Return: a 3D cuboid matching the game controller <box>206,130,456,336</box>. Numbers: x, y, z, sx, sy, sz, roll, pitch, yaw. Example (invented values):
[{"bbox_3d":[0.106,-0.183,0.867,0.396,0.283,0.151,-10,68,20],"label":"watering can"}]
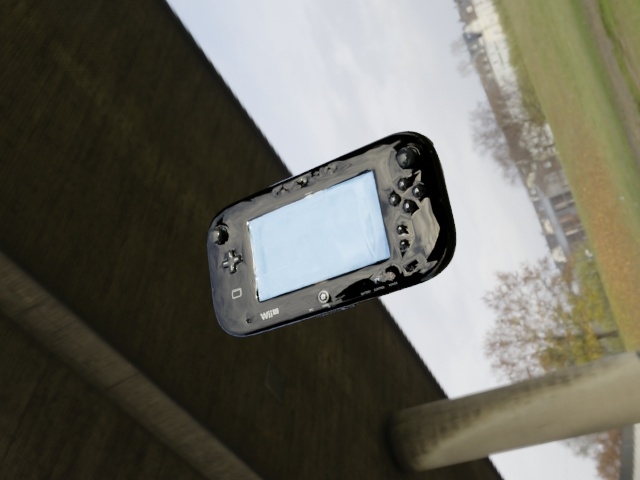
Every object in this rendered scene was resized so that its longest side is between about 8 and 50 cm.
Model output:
[{"bbox_3d":[0.000,0.000,0.785,0.067,0.319,0.166,28,-131,-49],"label":"game controller"}]
